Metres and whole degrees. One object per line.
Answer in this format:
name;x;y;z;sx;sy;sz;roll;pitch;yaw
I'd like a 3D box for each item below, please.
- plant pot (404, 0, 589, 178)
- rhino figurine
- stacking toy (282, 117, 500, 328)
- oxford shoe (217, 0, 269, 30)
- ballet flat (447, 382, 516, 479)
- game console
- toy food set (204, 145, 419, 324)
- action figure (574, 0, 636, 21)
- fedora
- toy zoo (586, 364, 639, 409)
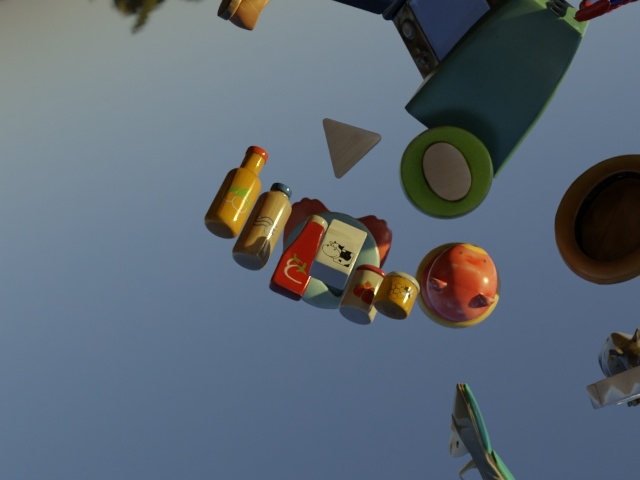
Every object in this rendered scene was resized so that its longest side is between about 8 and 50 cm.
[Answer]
plant pot;0.267;-0.247;2.036;0.234;0.165;0.165;-52;-179;27
rhino figurine;0.446;0.177;2.034;0.073;0.106;0.243;-33;169;1
stacking toy;0.103;-0.027;1.918;0.309;0.279;0.130;7;-179;2
oxford shoe;-0.099;-0.455;2.444;0.212;0.076;0.076;-64;-159;-10
ballet flat;0.210;0.292;1.927;0.068;0.213;0.072;-24;-160;10
game console;0.138;-0.388;2.228;0.173;0.250;0.293;-18;164;-31
toy food set;0.000;0.000;1.501;0.111;0.232;0.104;107;7;-62
action figure;0.410;-0.365;1.958;0.139;0.091;0.280;-28;-177;18
fedora;0.415;-0.020;1.936;0.194;0.079;0.194;-15;-121;26
toy zoo;0.424;0.127;1.546;0.192;0.030;0.293;-10;166;-36
